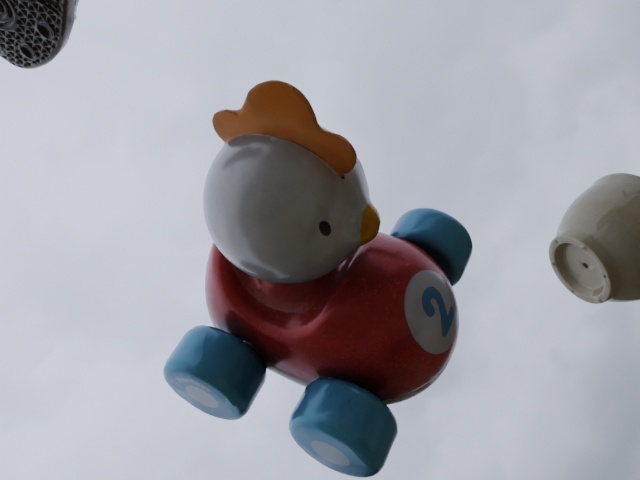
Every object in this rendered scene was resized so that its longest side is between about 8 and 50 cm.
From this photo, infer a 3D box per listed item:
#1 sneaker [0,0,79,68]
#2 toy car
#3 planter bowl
[{"bbox_3d":[-0.167,-0.181,0.389,0.066,0.188,0.071,40,-129,-19],"label":"sneaker"},{"bbox_3d":[0.000,0.000,0.429,0.219,0.211,0.237,-58,-24,-35],"label":"toy car"},{"bbox_3d":[0.357,0.011,0.752,0.109,0.162,0.162,-28,-55,-15],"label":"planter bowl"}]
